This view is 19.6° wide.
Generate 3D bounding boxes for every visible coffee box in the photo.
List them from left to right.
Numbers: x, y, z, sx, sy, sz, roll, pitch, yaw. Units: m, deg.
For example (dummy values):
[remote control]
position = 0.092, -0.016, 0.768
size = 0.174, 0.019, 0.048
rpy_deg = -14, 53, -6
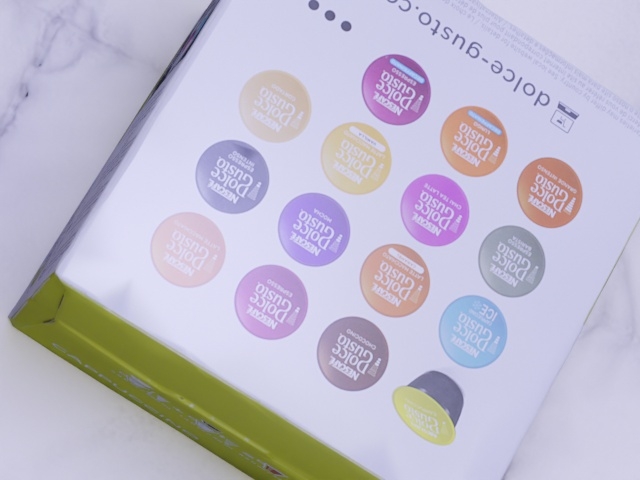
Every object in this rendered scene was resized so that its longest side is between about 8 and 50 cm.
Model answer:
[coffee box]
position = 0.000, 0.000, 1.415
size = 0.338, 0.338, 0.334
rpy_deg = 33, 75, -9
